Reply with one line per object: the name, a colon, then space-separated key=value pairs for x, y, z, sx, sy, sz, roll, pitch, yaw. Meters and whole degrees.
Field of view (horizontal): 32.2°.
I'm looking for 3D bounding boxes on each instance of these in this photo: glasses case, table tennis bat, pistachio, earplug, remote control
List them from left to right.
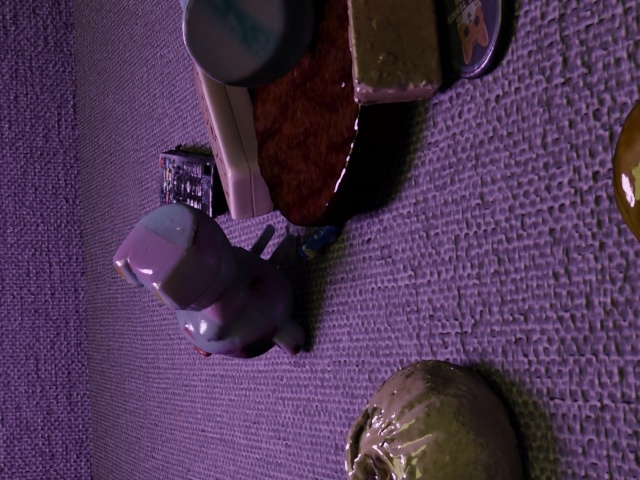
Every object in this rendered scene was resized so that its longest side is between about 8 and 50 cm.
remote control: x=-0.257 y=-0.120 z=2.257 sx=0.399 sy=0.062 sz=0.144 roll=-162 pitch=73 yaw=-67
earplug: x=-0.132 y=-0.372 z=1.638 sx=0.324 sy=0.185 sz=0.185 roll=-115 pitch=32 yaw=-57
glasses case: x=-0.158 y=-0.204 z=1.961 sx=0.144 sy=0.076 sz=0.336 roll=89 pitch=165 yaw=-53
table tennis bat: x=0.171 y=-0.304 z=1.307 sx=0.150 sy=0.027 sz=0.236 roll=139 pitch=124 yaw=-62
pistachio: x=0.293 y=-0.061 z=0.933 sx=0.100 sy=0.110 sz=0.189 roll=19 pitch=111 yaw=32

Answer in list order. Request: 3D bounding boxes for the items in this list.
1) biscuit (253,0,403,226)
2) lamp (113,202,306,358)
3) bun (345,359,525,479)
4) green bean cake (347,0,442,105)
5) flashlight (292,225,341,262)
biscuit: x=0.010 y=-0.219 z=1.602 sx=0.407 sy=0.091 sz=0.407 roll=-179 pitch=90 yaw=-66
lamp: x=-0.159 y=0.054 z=1.795 sx=0.247 sy=0.301 sz=0.247 roll=20 pitch=72 yaw=44
bun: x=0.116 y=0.265 z=1.304 sx=0.259 sy=0.152 sz=0.259 roll=177 pitch=90 yaw=-69
green bean cake: x=0.088 y=-0.262 z=1.366 sx=0.085 sy=0.109 sz=0.179 roll=72 pitch=-166 yaw=-84
flashlight: x=0.000 y=0.000 z=1.705 sx=0.035 sy=0.057 sz=0.121 roll=49 pitch=141 yaw=2
